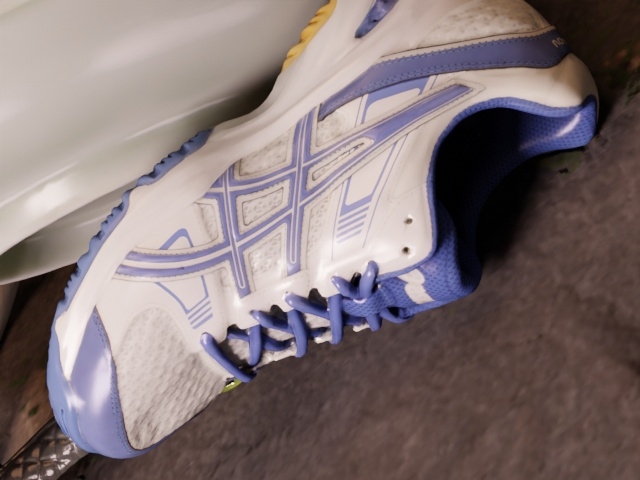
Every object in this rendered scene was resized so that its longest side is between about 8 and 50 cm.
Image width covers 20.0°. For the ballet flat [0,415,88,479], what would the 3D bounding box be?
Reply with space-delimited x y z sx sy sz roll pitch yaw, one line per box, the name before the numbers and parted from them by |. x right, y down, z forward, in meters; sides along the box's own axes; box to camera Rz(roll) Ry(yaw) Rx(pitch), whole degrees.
ballet flat | -0.135 0.119 0.997 0.173 0.049 0.057 -39 3 14

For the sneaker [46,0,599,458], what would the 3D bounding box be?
sneaker | 0.000 0.000 0.830 0.296 0.112 0.131 -49 61 2

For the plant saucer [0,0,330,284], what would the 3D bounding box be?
plant saucer | -0.107 -0.063 0.944 0.400 0.100 0.400 -25 -5 -2

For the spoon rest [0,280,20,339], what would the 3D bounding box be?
spoon rest | -0.252 0.094 1.089 0.137 0.084 0.276 9 34 13

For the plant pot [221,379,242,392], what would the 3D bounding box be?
plant pot | -0.066 0.036 0.947 0.083 0.083 0.079 -37 44 26
